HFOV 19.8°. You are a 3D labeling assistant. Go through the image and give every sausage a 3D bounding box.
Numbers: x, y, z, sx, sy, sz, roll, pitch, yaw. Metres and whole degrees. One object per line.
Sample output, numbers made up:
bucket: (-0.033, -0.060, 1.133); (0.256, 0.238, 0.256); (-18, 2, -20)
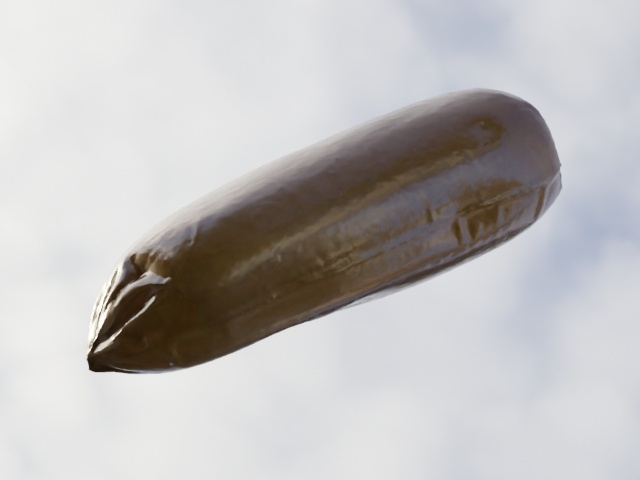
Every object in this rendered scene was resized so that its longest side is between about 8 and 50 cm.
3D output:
sausage: (-0.001, -0.004, 1.202); (0.134, 0.354, 0.116); (26, -49, 49)
